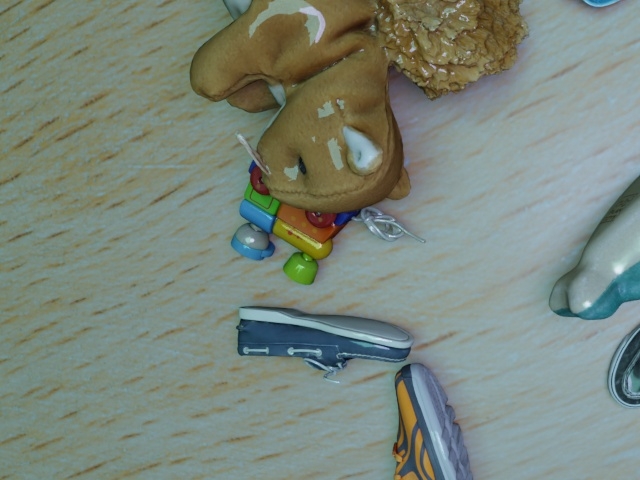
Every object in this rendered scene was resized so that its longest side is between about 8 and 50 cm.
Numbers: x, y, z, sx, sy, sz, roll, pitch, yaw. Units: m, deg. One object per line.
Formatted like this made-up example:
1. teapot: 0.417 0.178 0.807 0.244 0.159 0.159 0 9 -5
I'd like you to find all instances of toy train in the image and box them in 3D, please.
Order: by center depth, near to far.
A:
1. toy train: 0.000 0.000 0.987 0.248 0.105 0.144 31 112 14

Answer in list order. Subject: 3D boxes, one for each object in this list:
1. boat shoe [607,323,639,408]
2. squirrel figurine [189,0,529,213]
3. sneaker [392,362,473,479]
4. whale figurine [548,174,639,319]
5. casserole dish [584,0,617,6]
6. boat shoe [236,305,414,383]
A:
1. boat shoe: 0.416 0.110 0.859 0.077 0.070 0.219 39 103 14
2. squirrel figurine: 0.043 -0.232 0.851 0.396 0.281 0.371 -20 74 9
3. sneaker: 0.103 0.326 0.945 0.180 0.124 0.321 -16 87 17
4. whale figurine: 0.378 0.007 0.799 0.272 0.216 0.141 -42 88 -4
5. casserole dish: 0.365 -0.358 0.870 0.188 0.037 0.114 -33 93 18
6. boat shoe: -0.001 0.139 0.989 0.254 0.095 0.079 6 92 20
